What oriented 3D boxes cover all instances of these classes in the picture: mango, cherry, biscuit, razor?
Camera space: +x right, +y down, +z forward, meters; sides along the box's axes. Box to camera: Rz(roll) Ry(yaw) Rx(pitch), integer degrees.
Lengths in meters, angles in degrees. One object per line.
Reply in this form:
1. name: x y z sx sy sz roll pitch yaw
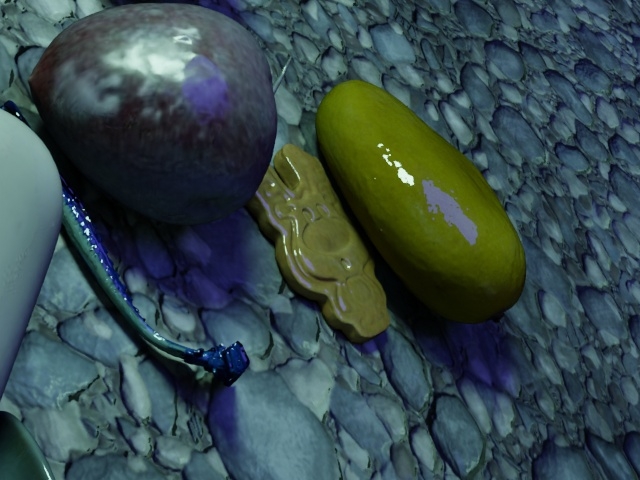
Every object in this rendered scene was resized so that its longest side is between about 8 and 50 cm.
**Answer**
1. mango: 0.105 -0.047 1.330 0.332 0.142 0.195 50 15 8
2. cherry: -0.139 -0.121 1.102 0.266 0.184 0.213 5 46 -26
3. biscuit: -0.002 0.002 1.271 0.144 0.040 0.236 -21 74 -47
4. razor: -0.189 0.010 1.048 0.056 0.093 0.324 -41 88 -18

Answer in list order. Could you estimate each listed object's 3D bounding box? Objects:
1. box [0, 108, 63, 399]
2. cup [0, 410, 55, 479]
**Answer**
1. box: -0.347 0.010 0.707 0.349 0.141 0.289 12 49 -3
2. cup: -0.244 0.219 0.725 0.150 0.199 0.199 -11 67 -32
